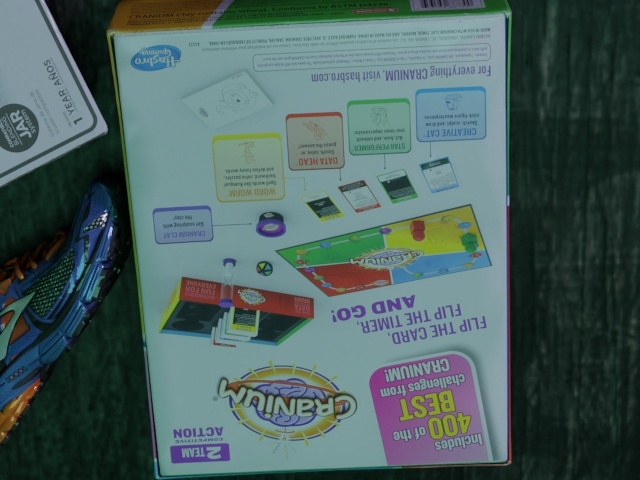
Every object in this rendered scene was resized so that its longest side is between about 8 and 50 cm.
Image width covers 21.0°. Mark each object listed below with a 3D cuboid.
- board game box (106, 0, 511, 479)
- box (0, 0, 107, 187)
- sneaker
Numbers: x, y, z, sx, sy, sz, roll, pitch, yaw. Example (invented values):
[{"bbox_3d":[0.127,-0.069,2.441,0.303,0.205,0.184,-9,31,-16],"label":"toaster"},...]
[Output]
[{"bbox_3d":[0.000,0.000,1.104,0.242,0.064,0.316,-2,115,1],"label":"board game box"},{"bbox_3d":[-0.293,-0.075,0.998,0.290,0.087,0.169,-30,111,-11],"label":"box"},{"bbox_3d":[-0.197,0.045,1.119,0.087,0.083,0.221,34,107,-6],"label":"sneaker"}]
